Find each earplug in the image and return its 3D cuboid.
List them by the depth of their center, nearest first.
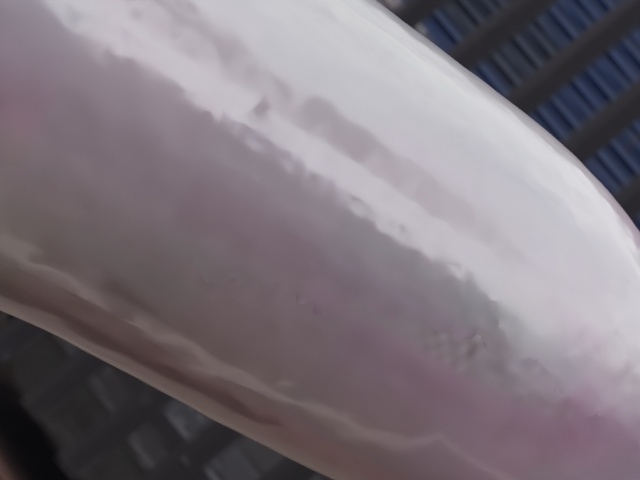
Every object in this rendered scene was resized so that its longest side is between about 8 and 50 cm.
[{"bbox_3d":[0.000,0.000,0.569,0.301,0.172,0.172,33,9,-18],"label":"earplug"}]
